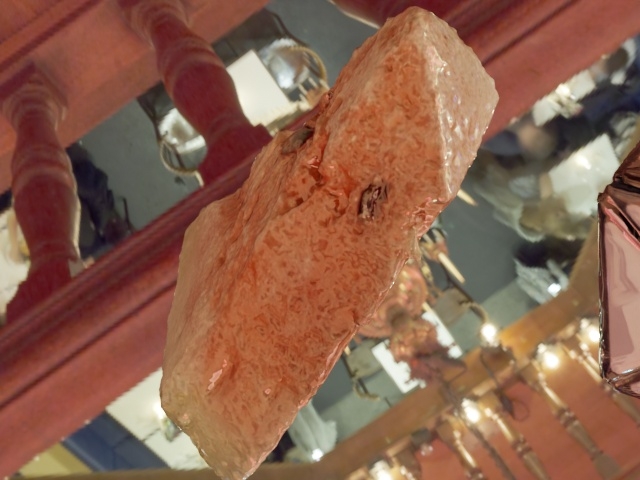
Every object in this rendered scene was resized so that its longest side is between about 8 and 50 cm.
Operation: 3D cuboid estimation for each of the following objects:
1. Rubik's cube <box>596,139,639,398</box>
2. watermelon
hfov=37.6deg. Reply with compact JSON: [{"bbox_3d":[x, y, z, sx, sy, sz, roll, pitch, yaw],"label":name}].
[{"bbox_3d":[0.495,0.007,1.022,0.305,0.307,0.310,-42,135,-34],"label":"Rubik's cube"},{"bbox_3d":[0.000,0.000,0.449,0.094,0.154,0.241,30,126,-13],"label":"watermelon"}]
